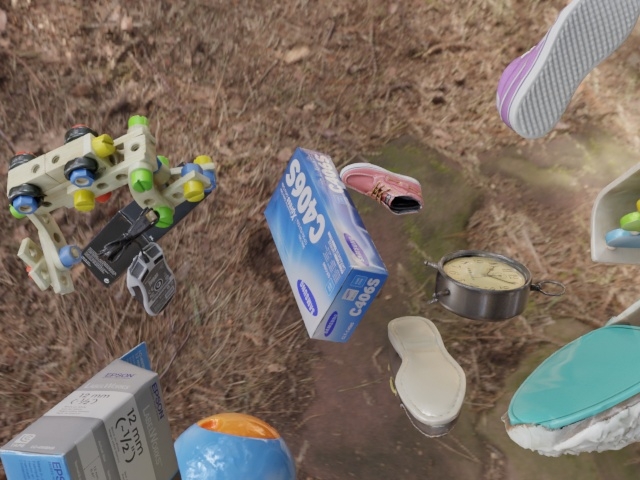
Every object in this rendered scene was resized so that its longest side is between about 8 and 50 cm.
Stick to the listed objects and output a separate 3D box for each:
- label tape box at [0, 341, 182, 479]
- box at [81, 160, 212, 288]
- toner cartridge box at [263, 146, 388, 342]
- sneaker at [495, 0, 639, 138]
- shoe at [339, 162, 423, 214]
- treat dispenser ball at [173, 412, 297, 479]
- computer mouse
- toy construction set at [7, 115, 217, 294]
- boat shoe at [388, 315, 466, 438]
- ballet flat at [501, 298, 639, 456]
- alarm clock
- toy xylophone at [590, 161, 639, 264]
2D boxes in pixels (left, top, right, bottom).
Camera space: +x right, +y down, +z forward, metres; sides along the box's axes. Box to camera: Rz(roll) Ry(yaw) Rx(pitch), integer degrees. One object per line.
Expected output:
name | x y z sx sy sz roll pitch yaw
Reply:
label tape box | -0.285 0.329 1.260 0.115 0.348 0.249 -3 107 24
box | -0.374 -0.038 1.852 0.103 0.184 0.261 49 35 -7
toner cartridge box | 0.000 0.000 1.534 0.075 0.165 0.347 10 35 -28
sneaker | 0.368 -0.303 1.342 0.102 0.161 0.282 33 106 -17
shoe | 0.128 -0.105 1.776 0.178 0.063 0.081 13 32 -11
treat dispenser ball | -0.193 0.512 1.832 0.288 0.288 0.288 2 78 -11
computer mouse | -0.253 0.039 1.217 0.042 0.193 0.106 23 57 20
toy construction set | -0.331 -0.062 1.276 0.328 0.215 0.151 -34 55 10
boat shoe | 0.175 0.243 1.474 0.117 0.324 0.096 -3 113 -4
ballet flat | 0.372 0.129 0.916 0.409 0.147 0.147 -33 86 -24
alarm clock | 0.243 0.065 1.192 0.192 0.129 0.064 1 114 0
toy xylophone | 0.460 -0.060 0.980 0.236 0.322 0.081 -1 69 -8
